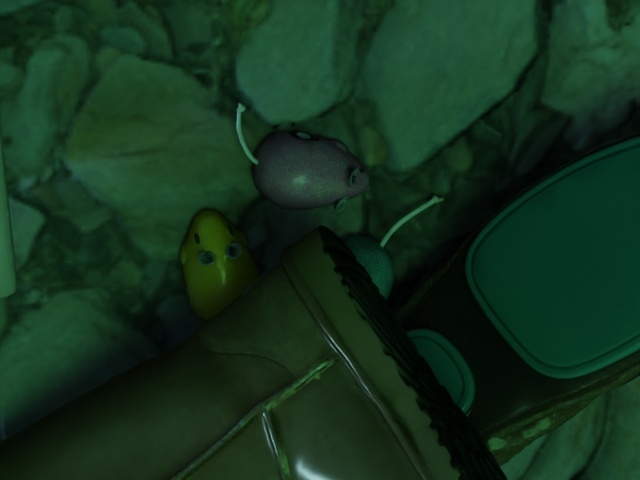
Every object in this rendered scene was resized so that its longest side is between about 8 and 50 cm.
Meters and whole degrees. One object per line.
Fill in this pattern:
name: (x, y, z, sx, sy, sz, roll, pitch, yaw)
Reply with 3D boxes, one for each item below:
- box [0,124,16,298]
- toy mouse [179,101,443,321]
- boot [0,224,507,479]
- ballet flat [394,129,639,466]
box: (-0.190, -0.112, 0.731, 0.094, 0.113, 0.275, -8, 119, -14)
toy mouse: (0.000, 0.000, 0.889, 0.143, 0.031, 0.161, -11, 118, -12)
boot: (-0.046, 0.155, 0.841, 0.269, 0.236, 0.089, -37, 155, 12)
ballet flat: (0.102, 0.063, 0.912, 0.342, 0.116, 0.124, -41, 155, 9)
